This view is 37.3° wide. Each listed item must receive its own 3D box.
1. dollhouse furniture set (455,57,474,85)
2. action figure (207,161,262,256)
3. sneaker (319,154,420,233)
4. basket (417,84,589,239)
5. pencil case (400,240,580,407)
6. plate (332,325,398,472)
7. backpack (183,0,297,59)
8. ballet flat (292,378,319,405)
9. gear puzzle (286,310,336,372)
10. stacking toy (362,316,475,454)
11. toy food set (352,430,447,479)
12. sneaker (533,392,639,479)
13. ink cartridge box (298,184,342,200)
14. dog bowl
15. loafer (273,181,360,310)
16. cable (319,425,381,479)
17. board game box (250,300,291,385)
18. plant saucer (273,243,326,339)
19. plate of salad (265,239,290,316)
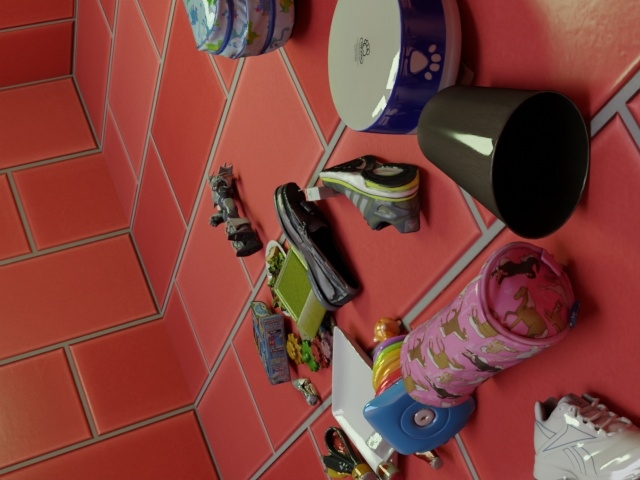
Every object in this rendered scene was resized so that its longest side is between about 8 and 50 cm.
[{"bbox_3d":[0.210,-0.222,1.505,0.152,0.058,0.076,-67,33,29],"label":"dollhouse furniture set"},{"bbox_3d":[-0.252,-0.089,2.574,0.185,0.099,0.285,92,155,-47],"label":"action figure"},{"bbox_3d":[0.090,-0.083,1.773,0.300,0.111,0.121,27,133,63],"label":"sneaker"},{"bbox_3d":[0.244,-0.132,1.331,0.227,0.154,0.204,-140,38,-59],"label":"basket"},{"bbox_3d":[0.247,0.143,1.471,0.386,0.167,0.160,122,149,-61],"label":"pencil case"},{"bbox_3d":[0.107,0.364,2.101,0.277,0.045,0.278,48,146,48],"label":"plate"},{"bbox_3d":[-0.175,-0.549,1.941,0.290,0.273,0.356,-13,105,61],"label":"backpack"},{"bbox_3d":[-0.035,0.382,2.464,0.114,0.041,0.041,45,144,49],"label":"ballet flat"},{"bbox_3d":[-0.034,0.241,2.347,0.176,0.044,0.339,71,157,8],"label":"gear puzzle"},{"bbox_3d":[0.155,0.243,1.801,0.166,0.175,0.302,48,-170,-30],"label":"stacking toy"},{"bbox_3d":[0.171,0.407,1.841,0.111,0.232,0.104,39,178,-34],"label":"toy food set"},{"bbox_3d":[0.382,0.282,1.338,0.297,0.111,0.129,157,102,-66],"label":"sneaker"},{"bbox_3d":[0.002,-0.102,2.012,0.115,0.062,0.029,-3,100,67],"label":"ink cartridge box"},{"bbox_3d":[0.110,-0.300,1.503,0.265,0.104,0.265,179,90,-66],"label":"dog bowl"},{"bbox_3d":[0.000,0.000,2.068,0.095,0.109,0.303,-32,80,43],"label":"loafer"},{"bbox_3d":[0.091,0.534,2.277,0.287,0.072,0.140,10,97,52],"label":"cable"},{"bbox_3d":[-0.136,0.251,2.551,0.194,0.060,0.194,-119,23,-52],"label":"board game box"},{"bbox_3d":[-0.045,0.103,2.208,0.188,0.045,0.188,53,131,42],"label":"plant saucer"},{"bbox_3d":[-0.110,0.099,2.420,0.200,0.048,0.200,-134,37,-51],"label":"plate of salad"}]
